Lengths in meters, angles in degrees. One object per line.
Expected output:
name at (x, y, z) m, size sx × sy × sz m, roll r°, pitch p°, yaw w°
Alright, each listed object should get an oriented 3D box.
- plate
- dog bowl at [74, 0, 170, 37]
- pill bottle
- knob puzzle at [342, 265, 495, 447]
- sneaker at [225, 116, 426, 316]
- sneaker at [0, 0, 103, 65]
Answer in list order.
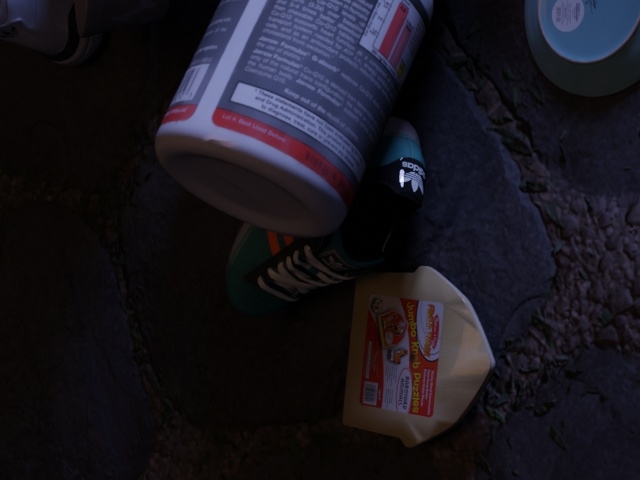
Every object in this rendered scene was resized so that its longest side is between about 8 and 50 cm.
plate at (0.273, -0.237, 1.685) m, size 0.188 × 0.024 × 0.188 m, roll -3°, pitch 85°, yaw 42°
dog bowl at (-0.234, -0.414, 2.018) m, size 0.349 × 0.102 × 0.349 m, roll 180°, pitch 90°, yaw -77°
pill bottle at (-0.007, -0.204, 1.751) m, size 0.210 × 0.210 × 0.363 m, roll 8°, pitch 67°, yaw 43°
knob puzzle at (0.111, 0.124, 1.801) m, size 0.213 × 0.030 × 0.213 m, roll -5°, pitch 82°, yaw 43°
sneaker at (0.000, 0.000, 1.841) m, size 0.302 × 0.108 × 0.121 m, roll -46°, pitch 32°, yaw 29°
sneaker at (-0.407, -0.409, 2.206) m, size 0.137 × 0.210 × 0.366 m, roll -27°, pitch 68°, yaw 38°
